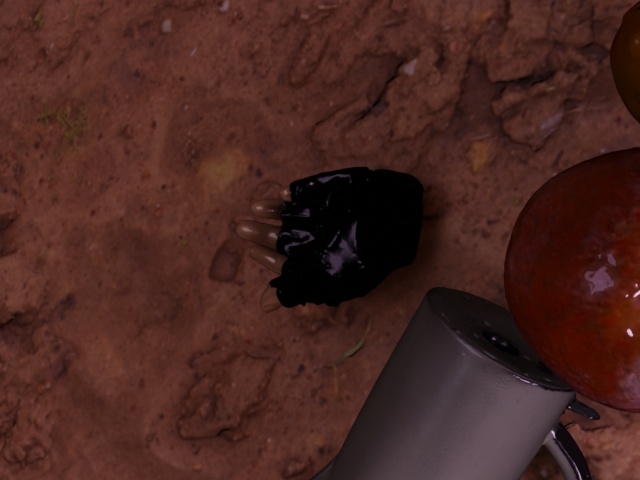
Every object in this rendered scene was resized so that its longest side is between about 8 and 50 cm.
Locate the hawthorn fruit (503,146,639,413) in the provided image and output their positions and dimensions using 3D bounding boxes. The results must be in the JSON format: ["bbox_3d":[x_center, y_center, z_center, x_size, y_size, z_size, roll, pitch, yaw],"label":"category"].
[{"bbox_3d":[0.264,0.039,1.666,0.263,0.235,0.231,-20,81,40],"label":"hawthorn fruit"}]

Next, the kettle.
[{"bbox_3d":[0.133,0.206,1.798,0.240,0.165,0.255,31,105,7],"label":"kettle"}]

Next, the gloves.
[{"bbox_3d":[0.000,0.000,1.947,0.203,0.124,0.164,-4,58,58],"label":"gloves"}]

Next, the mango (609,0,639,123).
[{"bbox_3d":[0.365,-0.141,1.684,0.248,0.151,0.156,19,125,32],"label":"mango"}]
